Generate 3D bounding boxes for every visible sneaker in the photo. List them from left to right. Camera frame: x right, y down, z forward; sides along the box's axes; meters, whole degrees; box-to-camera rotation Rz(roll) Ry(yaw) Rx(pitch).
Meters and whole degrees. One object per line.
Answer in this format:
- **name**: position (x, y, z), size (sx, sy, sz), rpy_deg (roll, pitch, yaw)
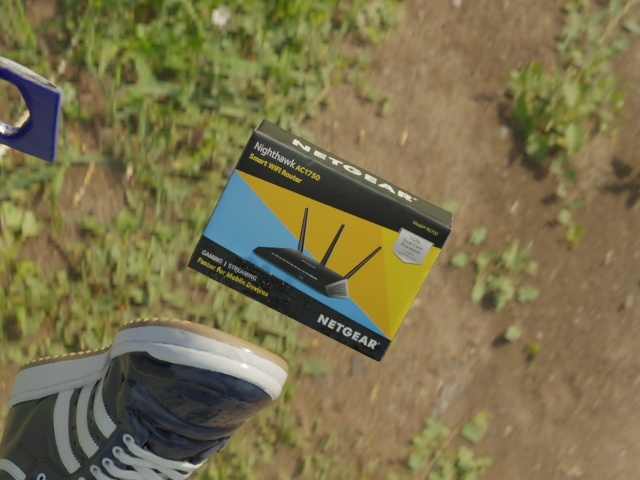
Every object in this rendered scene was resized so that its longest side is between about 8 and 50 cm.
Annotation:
- **sneaker**: position (-0.123, 0.142, 1.074), size (0.099, 0.282, 0.153), rpy_deg (27, 65, -27)

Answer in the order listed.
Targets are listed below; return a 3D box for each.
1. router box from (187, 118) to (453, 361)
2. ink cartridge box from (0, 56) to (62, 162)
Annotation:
- **router box**: position (0.000, 0.000, 1.454), size (0.179, 0.046, 0.133), rpy_deg (26, 108, -2)
- **ink cartridge box**: position (-0.350, -0.096, 1.006), size (0.395, 0.270, 0.151), rpy_deg (-3, 69, -13)
